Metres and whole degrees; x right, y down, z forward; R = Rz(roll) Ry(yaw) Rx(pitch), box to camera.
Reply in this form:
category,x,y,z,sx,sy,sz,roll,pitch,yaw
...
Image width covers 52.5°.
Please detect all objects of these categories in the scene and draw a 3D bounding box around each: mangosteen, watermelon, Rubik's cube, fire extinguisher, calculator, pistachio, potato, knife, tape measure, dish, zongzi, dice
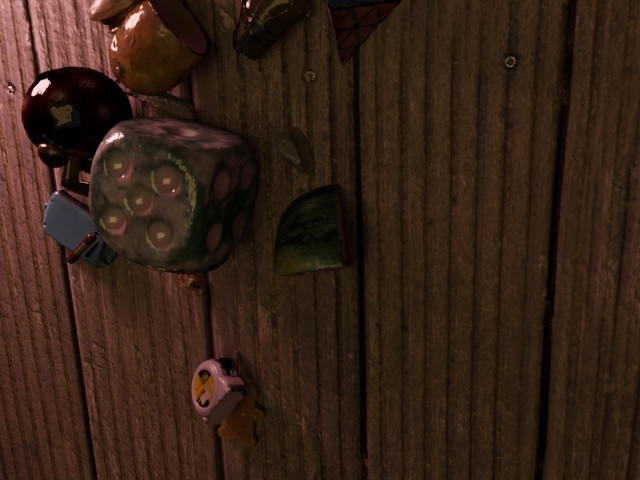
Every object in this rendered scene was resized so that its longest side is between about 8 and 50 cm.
category,x,y,z,sx,sy,sz,roll,pitch,yaw
mangosteen,-0.677,-0.331,1.788,0.297,0.293,0.297,18,139,17
watermelon,0.000,0.000,1.728,0.213,0.201,0.261,-14,57,25
Rubik's cube,0.036,-0.573,1.543,0.211,0.190,0.178,-44,69,21
fire extinguisher,-0.720,0.022,1.994,0.173,0.035,0.049,-39,86,29
calculator,-0.757,-0.035,2.038,0.293,0.051,0.172,32,115,10
pistachio,-0.528,-0.637,1.746,0.206,0.131,0.129,-20,139,29
potato,-0.442,-0.494,1.706,0.266,0.229,0.229,-36,90,27
knife,-0.710,-0.157,2.004,0.231,0.028,0.060,10,121,20
tape measure,-0.305,0.442,1.952,0.196,0.105,0.178,-50,49,31
dish,-0.070,-0.233,1.726,0.091,0.039,0.137,-34,90,25
zongzi,-0.170,-0.603,1.626,0.221,0.112,0.242,-38,82,26
dice,-0.379,-0.125,1.715,0.331,0.328,0.348,16,110,17

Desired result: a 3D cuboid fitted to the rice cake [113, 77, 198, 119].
category,x,y,z,sx,sy,sz,roll,pitch,yaw
rice cake,-0.460,-0.401,1.821,0.270,0.055,0.049,23,128,13

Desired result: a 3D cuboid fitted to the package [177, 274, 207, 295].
category,x,y,z,sx,sy,sz,roll,pitch,yaw
package,-0.388,0.127,1.956,0.083,0.029,0.059,20,104,3

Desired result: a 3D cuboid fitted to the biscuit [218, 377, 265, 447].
category,x,y,z,sx,sy,sz,roll,pitch,yaw
biscuit,-0.241,0.531,2.012,0.153,0.030,0.234,13,109,16
